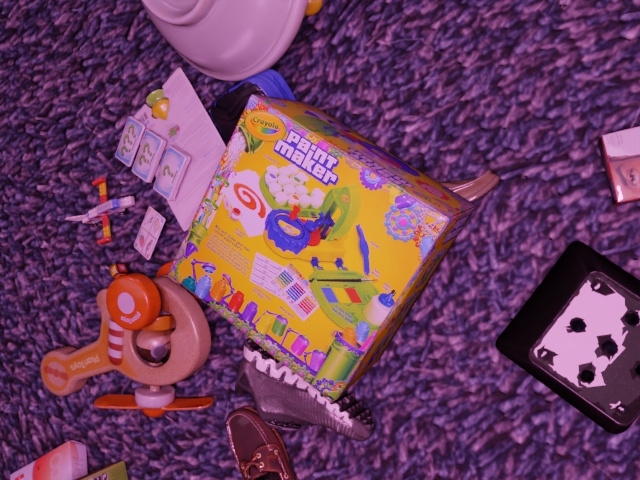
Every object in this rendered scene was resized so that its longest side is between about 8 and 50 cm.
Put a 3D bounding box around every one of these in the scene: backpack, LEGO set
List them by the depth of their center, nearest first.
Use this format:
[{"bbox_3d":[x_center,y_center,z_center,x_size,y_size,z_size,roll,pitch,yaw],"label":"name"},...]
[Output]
[{"bbox_3d":[-0.092,-0.201,0.922,0.120,0.101,0.098,-22,110,49],"label":"backpack"},{"bbox_3d":[-0.322,-0.065,1.005,0.182,0.060,0.244,35,107,34],"label":"LEGO set"}]

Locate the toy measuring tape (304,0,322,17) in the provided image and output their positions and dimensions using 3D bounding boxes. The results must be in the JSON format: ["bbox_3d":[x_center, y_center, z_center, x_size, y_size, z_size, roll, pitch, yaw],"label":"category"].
[{"bbox_3d":[-0.127,-0.447,0.957,0.330,0.121,0.121,35,98,18],"label":"toy measuring tape"}]

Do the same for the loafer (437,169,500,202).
[{"bbox_3d":[0.180,-0.064,0.869,0.148,0.056,0.050,-27,85,15],"label":"loafer"}]

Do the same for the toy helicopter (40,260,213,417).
[{"bbox_3d":[-0.319,0.192,1.000,0.355,0.140,0.234,-23,89,26],"label":"toy helicopter"}]

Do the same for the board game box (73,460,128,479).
[{"bbox_3d":[-0.329,0.494,0.966,0.039,0.124,0.259,-20,81,17],"label":"board game box"}]

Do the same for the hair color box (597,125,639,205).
[{"bbox_3d":[0.454,-0.107,0.785,0.167,0.053,0.093,-13,84,18],"label":"hair color box"}]

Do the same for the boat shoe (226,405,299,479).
[{"bbox_3d":[-0.081,0.345,0.923,0.073,0.073,0.207,-39,75,13],"label":"boat shoe"}]

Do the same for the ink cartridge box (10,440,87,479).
[{"bbox_3d":[-0.448,0.443,1.013,0.146,0.045,0.179,-31,49,14],"label":"ink cartridge box"}]

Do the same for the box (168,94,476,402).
[{"bbox_3d":[0.000,0.000,0.834,0.290,0.177,0.279,35,111,16],"label":"box"}]

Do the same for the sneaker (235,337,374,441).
[{"bbox_3d":[-0.033,0.242,0.913,0.234,0.078,0.106,28,98,21],"label":"sneaker"}]

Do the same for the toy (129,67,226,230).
[{"bbox_3d":[-0.210,-0.146,0.999,0.137,0.056,0.237,-39,70,21],"label":"toy"}]

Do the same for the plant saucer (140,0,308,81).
[{"bbox_3d":[-0.184,-0.423,0.876,0.401,0.101,0.400,22,125,36],"label":"plant saucer"}]

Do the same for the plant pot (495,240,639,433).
[{"bbox_3d":[0.340,0.120,0.750,0.188,0.167,0.187,37,98,17],"label":"plant pot"}]
